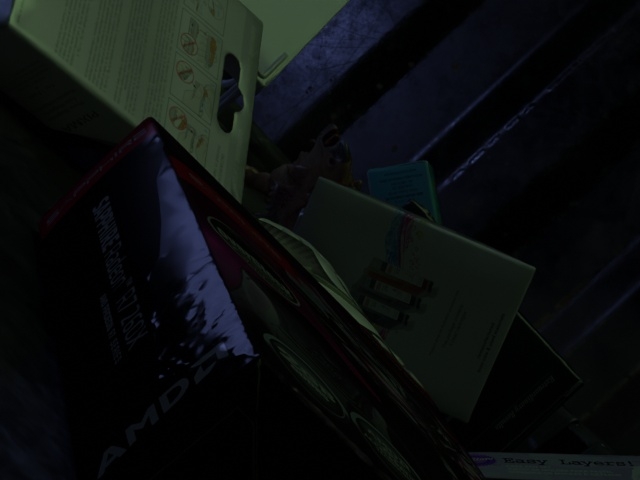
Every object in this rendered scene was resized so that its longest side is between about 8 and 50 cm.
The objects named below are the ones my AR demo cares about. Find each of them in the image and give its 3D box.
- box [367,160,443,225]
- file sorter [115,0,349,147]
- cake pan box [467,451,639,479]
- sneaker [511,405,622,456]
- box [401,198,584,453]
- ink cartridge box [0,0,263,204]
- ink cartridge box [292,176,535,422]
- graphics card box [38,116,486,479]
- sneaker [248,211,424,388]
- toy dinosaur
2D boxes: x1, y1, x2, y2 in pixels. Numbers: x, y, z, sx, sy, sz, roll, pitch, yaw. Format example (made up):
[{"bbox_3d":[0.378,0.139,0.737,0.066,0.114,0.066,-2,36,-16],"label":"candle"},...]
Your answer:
[{"bbox_3d":[0.097,0.050,1.737,0.100,0.060,0.244,18,62,-82],"label":"box"},{"bbox_3d":[-0.094,-0.223,1.505,0.193,0.173,0.277,47,45,-7],"label":"file sorter"},{"bbox_3d":[0.202,0.198,1.156,0.246,0.267,0.070,-99,-169,-83],"label":"cake pan box"},{"bbox_3d":[0.230,0.233,1.789,0.127,0.126,0.321,50,-9,-28],"label":"sneaker"},{"bbox_3d":[0.093,0.092,1.492,0.207,0.153,0.108,49,3,8],"label":"box"},{"bbox_3d":[-0.140,-0.144,1.271,0.232,0.066,0.189,43,40,-40],"label":"ink cartridge box"},{"bbox_3d":[0.054,0.041,1.369,0.176,0.127,0.128,24,2,3],"label":"ink cartridge box"},{"bbox_3d":[-0.011,0.089,0.810,0.233,0.094,0.371,46,5,-19],"label":"graphics card box"},{"bbox_3d":[0.001,0.070,1.248,0.234,0.078,0.106,49,1,-4],"label":"sneaker"},{"bbox_3d":[0.000,0.000,1.734,0.295,0.127,0.200,62,1,-42],"label":"toy dinosaur"}]
